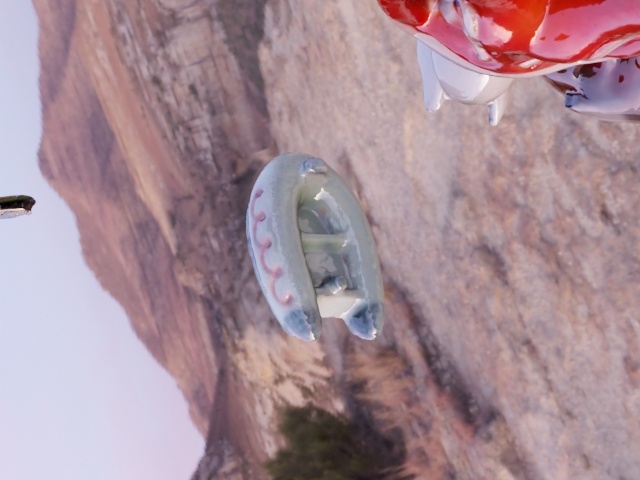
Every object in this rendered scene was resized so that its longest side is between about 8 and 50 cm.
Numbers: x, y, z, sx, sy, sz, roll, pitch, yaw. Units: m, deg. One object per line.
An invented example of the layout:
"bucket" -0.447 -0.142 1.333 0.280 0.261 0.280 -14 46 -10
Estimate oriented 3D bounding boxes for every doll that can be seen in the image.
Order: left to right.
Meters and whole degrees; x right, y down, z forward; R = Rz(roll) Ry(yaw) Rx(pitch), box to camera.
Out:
"doll" 0.118 -0.134 0.487 0.384 0.188 0.099 -138 60 -87

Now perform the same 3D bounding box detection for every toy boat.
"toy boat" 0.000 0.000 0.832 0.079 0.134 0.208 -47 50 46

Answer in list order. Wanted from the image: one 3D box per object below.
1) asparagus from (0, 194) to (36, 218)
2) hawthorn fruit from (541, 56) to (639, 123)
"asparagus" -0.218 -0.011 0.393 0.016 0.166 0.013 -105 15 -48
"hawthorn fruit" 0.295 -0.247 0.663 0.325 0.308 0.308 -83 -19 -54
